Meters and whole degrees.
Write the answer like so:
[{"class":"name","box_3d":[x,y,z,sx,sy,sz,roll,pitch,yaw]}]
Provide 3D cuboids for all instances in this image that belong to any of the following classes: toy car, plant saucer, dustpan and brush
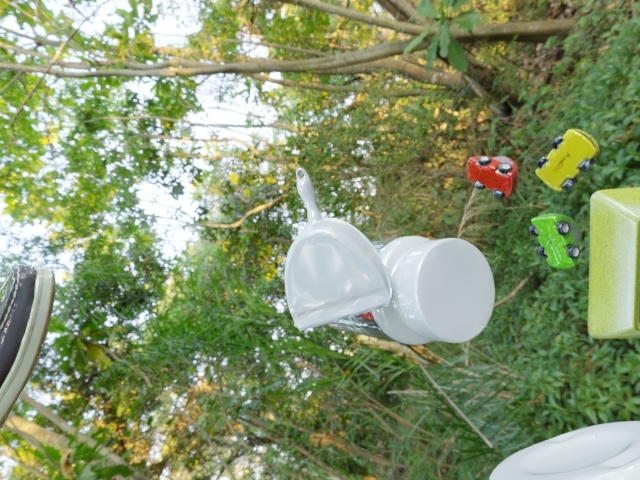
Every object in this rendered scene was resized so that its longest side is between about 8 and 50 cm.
[{"class":"toy car","box_3d":[0.371,-0.061,0.659,0.224,0.053,0.239,64,161,-9]},{"class":"plant saucer","box_3d":[0.415,0.031,0.447,0.045,0.189,0.187,-45,-50,-73]},{"class":"dustpan and brush","box_3d":[0.000,0.000,0.543,0.210,0.148,0.060,69,-158,-2]}]

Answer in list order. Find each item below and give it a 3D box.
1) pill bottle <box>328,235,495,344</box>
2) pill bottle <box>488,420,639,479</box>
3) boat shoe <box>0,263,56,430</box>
[{"class":"pill bottle","box_3d":[0.112,0.078,0.635,0.283,0.162,0.161,-14,55,63]},{"class":"pill bottle","box_3d":[0.331,0.379,0.360,0.204,0.205,0.360,69,180,-68]},{"class":"boat shoe","box_3d":[-0.347,0.147,0.370,0.092,0.103,0.285,29,-92,-40]}]
